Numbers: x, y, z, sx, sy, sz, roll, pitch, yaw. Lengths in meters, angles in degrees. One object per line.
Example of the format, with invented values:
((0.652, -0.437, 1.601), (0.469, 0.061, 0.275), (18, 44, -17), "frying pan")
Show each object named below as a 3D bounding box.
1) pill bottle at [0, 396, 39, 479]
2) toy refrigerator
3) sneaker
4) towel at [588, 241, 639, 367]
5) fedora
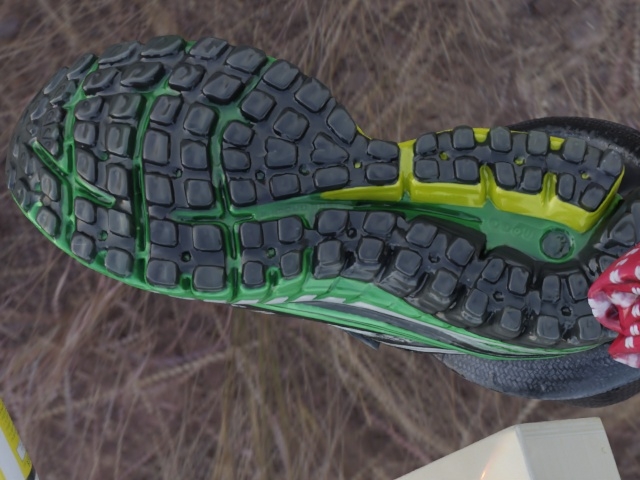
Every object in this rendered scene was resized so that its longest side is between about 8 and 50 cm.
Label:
((-0.181, 0.080, 0.710), (0.065, 0.065, 0.116), (-18, 110, 6), "pill bottle")
((0.085, 0.212, 1.040), (0.269, 0.094, 0.102), (-34, 64, 43), "toy refrigerator")
((0.000, 0.000, 0.796), (0.344, 0.146, 0.134), (16, 71, 4), "sneaker")
((0.176, -0.073, 0.310), (0.031, 0.275, 0.199), (44, 63, -7), "towel")
((0.222, 0.042, 1.419), (0.334, 0.334, 0.152), (-17, 135, 6), "fedora")
